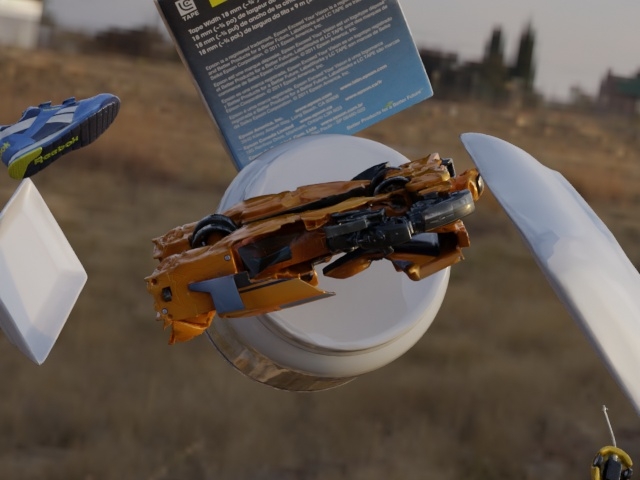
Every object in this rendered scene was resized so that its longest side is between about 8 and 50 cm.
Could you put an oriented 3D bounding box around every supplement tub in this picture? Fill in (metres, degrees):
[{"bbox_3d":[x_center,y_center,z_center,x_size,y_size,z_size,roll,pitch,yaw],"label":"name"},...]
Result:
[{"bbox_3d":[-0.001,0.025,1.857,0.241,0.241,0.331,8,-9,-7],"label":"supplement tub"}]

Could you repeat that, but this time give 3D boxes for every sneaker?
[{"bbox_3d":[-0.269,-0.119,1.865,0.144,0.053,0.059,-30,65,-28],"label":"sneaker"}]

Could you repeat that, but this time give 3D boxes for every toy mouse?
[{"bbox_3d":[0.321,0.255,1.762,0.143,0.161,0.031,20,-35,-11],"label":"toy mouse"}]

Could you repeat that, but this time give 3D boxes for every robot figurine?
[{"bbox_3d":[0.000,0.000,1.553,0.291,0.085,0.211,-15,15,2],"label":"robot figurine"}]

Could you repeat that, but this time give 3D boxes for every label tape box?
[{"bbox_3d":[-0.046,-0.256,2.003,0.241,0.333,0.106,-26,37,-3],"label":"label tape box"}]

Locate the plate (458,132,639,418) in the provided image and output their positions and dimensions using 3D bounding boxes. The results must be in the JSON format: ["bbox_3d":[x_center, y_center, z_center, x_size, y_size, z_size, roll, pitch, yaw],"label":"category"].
[{"bbox_3d":[0.185,0.067,1.059,0.045,0.278,0.277,-34,16,6],"label":"plate"}]

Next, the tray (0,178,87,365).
[{"bbox_3d":[-0.332,0.034,2.056,0.030,0.145,0.270,-24,16,12],"label":"tray"}]
